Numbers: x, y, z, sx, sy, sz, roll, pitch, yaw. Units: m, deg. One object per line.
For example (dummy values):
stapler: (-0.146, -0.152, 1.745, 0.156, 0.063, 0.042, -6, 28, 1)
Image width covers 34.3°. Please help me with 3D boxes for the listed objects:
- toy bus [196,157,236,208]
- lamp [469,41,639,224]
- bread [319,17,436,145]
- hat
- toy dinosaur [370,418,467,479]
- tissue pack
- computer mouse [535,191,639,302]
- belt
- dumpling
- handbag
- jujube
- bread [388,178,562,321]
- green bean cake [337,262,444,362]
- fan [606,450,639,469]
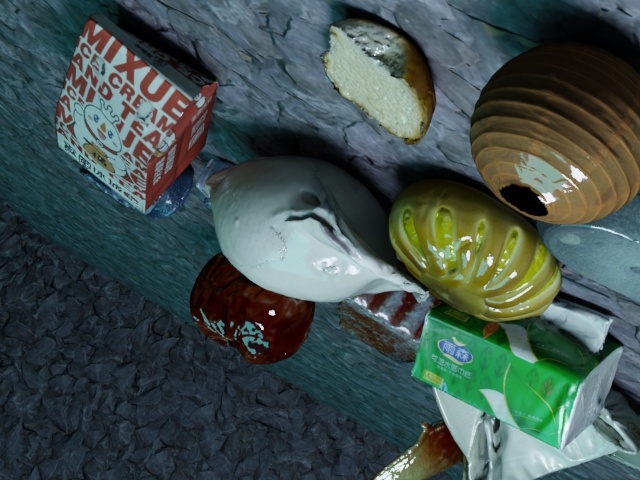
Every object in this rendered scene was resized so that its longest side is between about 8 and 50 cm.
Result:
toy bus: (-0.118, -0.051, 1.614, 0.075, 0.064, 0.190, 17, 159, 33)
lamp: (0.175, -0.076, 0.748, 0.136, 0.136, 0.136, 31, 166, 9)
bread: (0.057, -0.150, 0.944, 0.126, 0.044, 0.129, 39, 170, 8)
hat: (0.295, 0.216, 1.456, 0.258, 0.168, 0.301, -28, 98, 32)
toy dinosaur: (0.179, 0.268, 1.549, 0.113, 0.327, 0.206, 0, 140, 34)
tissue pack: (0.247, 0.124, 1.264, 0.209, 0.156, 0.148, 24, -157, 29)
computer mouse: (0.295, 0.006, 0.893, 0.229, 0.068, 0.113, 25, 154, -8)
belt: (-0.279, -0.105, 1.671, 0.128, 0.122, 0.218, 40, 171, -33)
dumpling: (-0.002, 0.000, 1.319, 0.260, 0.181, 0.341, 31, 151, -33)
handbag: (-0.242, -0.169, 1.318, 0.171, 0.151, 0.298, 38, 162, 2)
jujube: (-0.122, 0.120, 1.940, 0.232, 0.213, 0.213, 28, 166, 39)
bread: (0.167, 0.020, 1.149, 0.213, 0.104, 0.213, 29, 163, 10)
green bean cake: (0.096, 0.100, 1.574, 0.198, 0.097, 0.233, 33, 166, -4)
fan: (0.434, 0.323, 1.746, 0.233, 0.012, 0.415, 37, 163, -12)
